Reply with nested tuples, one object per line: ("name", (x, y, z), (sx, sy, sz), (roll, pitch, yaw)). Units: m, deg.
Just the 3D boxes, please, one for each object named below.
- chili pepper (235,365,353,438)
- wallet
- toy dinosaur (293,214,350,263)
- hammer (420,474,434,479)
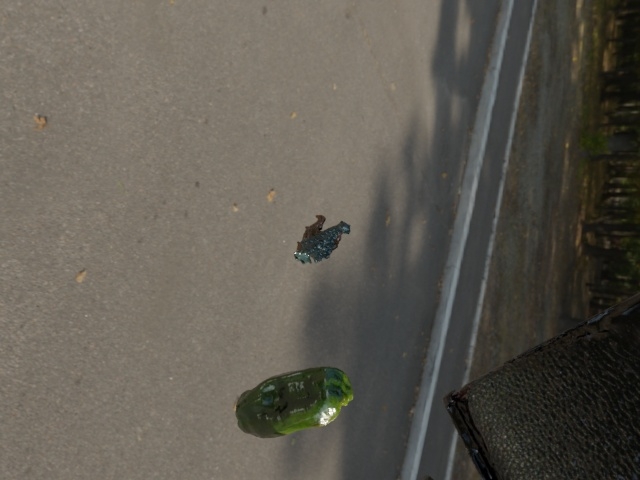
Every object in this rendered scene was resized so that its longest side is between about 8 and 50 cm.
("chili pepper", (-0.056, 0.205, 0.605), (0.073, 0.204, 0.072), (37, 41, -32))
("wallet", (0.255, 0.168, 0.385), (0.071, 0.262, 0.221), (23, 37, -54))
("toy dinosaur", (0.000, 0.000, 0.684), (0.049, 0.154, 0.055), (34, 62, -13))
("hammer", (0.192, 0.521, 0.993), (0.297, 0.125, 0.027), (20, 58, -64))
